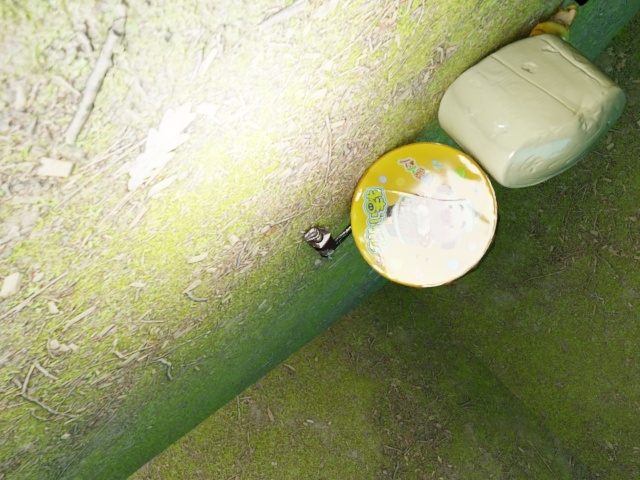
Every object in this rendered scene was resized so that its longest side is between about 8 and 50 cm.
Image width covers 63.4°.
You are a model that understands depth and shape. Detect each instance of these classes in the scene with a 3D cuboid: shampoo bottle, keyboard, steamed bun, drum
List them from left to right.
[{"bbox_3d":[-0.002,0.000,1.567,0.068,0.067,0.236,-53,166,-4],"label":"shampoo bottle"},{"bbox_3d":[0.096,-0.029,1.858,0.250,0.017,0.087,-45,168,5],"label":"keyboard"},{"bbox_3d":[0.308,-0.070,1.523,0.431,0.431,0.214,-47,166,12],"label":"drum"},{"bbox_3d":[0.606,-0.351,1.505,0.456,0.371,0.290,-27,151,-12],"label":"steamed bun"}]

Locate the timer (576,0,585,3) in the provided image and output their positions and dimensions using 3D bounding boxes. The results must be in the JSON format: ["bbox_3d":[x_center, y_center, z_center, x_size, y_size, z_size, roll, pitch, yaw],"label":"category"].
[{"bbox_3d":[0.883,-0.844,1.643,0.187,0.055,0.144,-48,164,33],"label":"timer"}]

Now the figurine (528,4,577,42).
[{"bbox_3d":[0.743,-0.661,1.657,0.246,0.131,0.156,-48,-157,-18],"label":"figurine"}]
